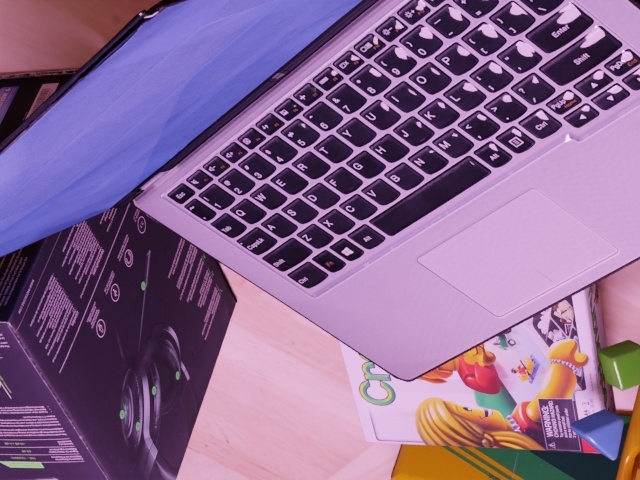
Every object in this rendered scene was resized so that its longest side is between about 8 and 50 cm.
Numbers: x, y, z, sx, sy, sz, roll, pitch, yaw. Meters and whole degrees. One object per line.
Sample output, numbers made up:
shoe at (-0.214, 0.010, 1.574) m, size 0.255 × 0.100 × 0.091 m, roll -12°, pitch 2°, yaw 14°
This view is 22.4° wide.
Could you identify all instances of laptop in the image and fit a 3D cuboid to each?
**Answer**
laptop at (0.000, 0.000, 0.923) m, size 0.408 × 0.236 × 0.382 m, roll 34°, pitch 138°, yaw -21°

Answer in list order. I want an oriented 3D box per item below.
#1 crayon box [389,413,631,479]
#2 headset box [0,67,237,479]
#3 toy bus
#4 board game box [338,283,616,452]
crayon box at (0.242, 0.295, 1.414) m, size 0.313 × 0.106 × 0.363 m, roll 4°, pitch 138°, yaw 16°
headset box at (-0.185, 0.059, 1.195) m, size 0.131 × 0.246 × 0.283 m, roll -2°, pitch 138°, yaw 21°
toy bus at (0.281, 0.120, 1.182) m, size 0.191 × 0.202 × 0.104 m, roll 59°, pitch 172°, yaw -16°
board game box at (0.099, 0.025, 1.162) m, size 0.193 × 0.053 × 0.305 m, roll 0°, pitch 127°, yaw 20°
